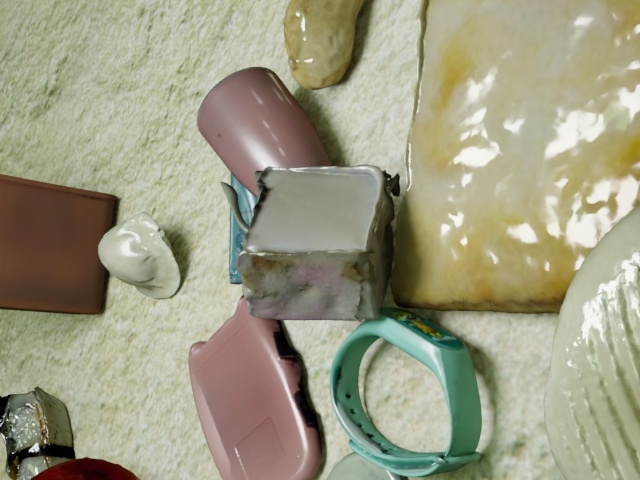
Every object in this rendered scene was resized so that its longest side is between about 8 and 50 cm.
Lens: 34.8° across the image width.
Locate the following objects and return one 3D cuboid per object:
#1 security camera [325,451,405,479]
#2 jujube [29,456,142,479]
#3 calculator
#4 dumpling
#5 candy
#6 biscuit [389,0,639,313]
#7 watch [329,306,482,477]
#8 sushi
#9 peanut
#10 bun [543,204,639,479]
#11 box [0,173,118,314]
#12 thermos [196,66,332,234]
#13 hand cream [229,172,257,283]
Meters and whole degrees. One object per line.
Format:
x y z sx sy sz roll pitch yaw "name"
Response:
0.015 0.414 1.315 0.157 0.080 0.301 30 100 47 "security camera"
-0.394 0.534 1.584 0.276 0.276 0.377 34 105 46 "jujube"
-0.101 0.244 1.499 0.220 0.048 0.330 -45 54 29 "calculator"
-0.299 0.036 1.730 0.111 0.181 0.155 -40 80 -9 "dumpling"
0.000 0.000 1.286 0.195 0.137 0.185 -1 45 15 "candy"
0.261 -0.132 1.155 0.446 0.104 0.429 -3 81 49 "biscuit"
0.105 0.192 1.261 0.237 0.068 0.195 27 108 45 "watch"
-0.499 0.393 1.851 0.109 0.134 0.273 -31 47 6 "sushi"
0.013 -0.348 1.471 0.101 0.117 0.263 18 91 26 "peanut"
0.378 0.120 0.887 0.365 0.219 0.365 3 96 36 "bun"
-0.564 0.010 1.843 0.239 0.339 0.229 -3 82 47 "box"
-0.065 -0.104 1.471 0.176 0.146 0.265 -35 62 0 "thermos"
-0.116 -0.046 1.592 0.083 0.048 0.224 -9 79 45 "hand cream"
